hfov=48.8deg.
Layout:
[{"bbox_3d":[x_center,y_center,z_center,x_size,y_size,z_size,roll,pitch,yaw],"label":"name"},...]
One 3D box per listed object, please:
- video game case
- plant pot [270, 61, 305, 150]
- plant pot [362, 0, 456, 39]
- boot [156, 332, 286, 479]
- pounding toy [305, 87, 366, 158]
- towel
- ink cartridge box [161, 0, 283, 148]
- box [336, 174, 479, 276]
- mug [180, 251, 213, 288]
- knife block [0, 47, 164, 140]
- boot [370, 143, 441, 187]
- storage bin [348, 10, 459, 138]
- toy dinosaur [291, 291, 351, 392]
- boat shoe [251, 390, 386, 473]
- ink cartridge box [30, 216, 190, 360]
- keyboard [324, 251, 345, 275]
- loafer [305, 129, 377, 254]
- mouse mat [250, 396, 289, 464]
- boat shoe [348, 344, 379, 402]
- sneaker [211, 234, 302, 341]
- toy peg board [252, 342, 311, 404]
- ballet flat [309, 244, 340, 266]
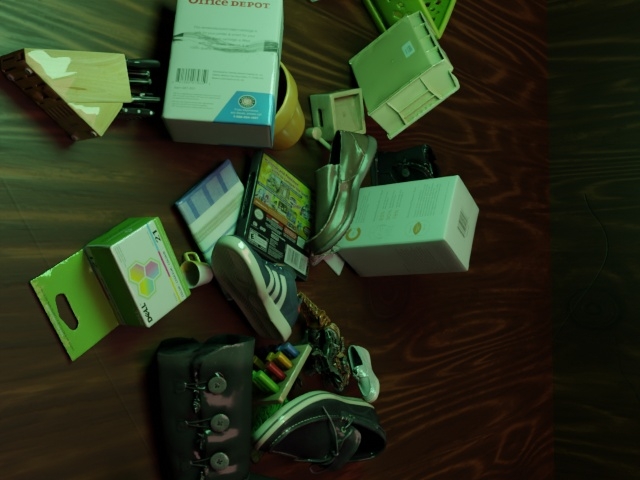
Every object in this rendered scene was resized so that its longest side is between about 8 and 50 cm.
[{"bbox_3d":[-0.100,-0.057,1.776,0.275,0.035,0.248,36,57,-50],"label":"video game case"},{"bbox_3d":[-0.130,-0.308,1.679,0.188,0.205,0.205,36,60,-63],"label":"plant pot"},{"bbox_3d":[0.267,-0.755,2.172,0.228,0.207,0.227,50,52,-39],"label":"plant pot"},{"bbox_3d":[-0.165,0.423,1.549,0.367,0.146,0.445,-4,91,-22],"label":"boot"},{"bbox_3d":[0.021,-0.314,1.947,0.206,0.094,0.181,-21,111,-41],"label":"pounding toy"},{"bbox_3d":[-0.218,-0.025,1.671,0.209,0.034,0.285,-51,127,-40],"label":"towel"},{"bbox_3d":[-0.201,-0.368,1.511,0.129,0.223,0.307,92,1,-74],"label":"ink cartridge box"},{"bbox_3d":[0.245,-0.033,2.001,0.168,0.345,0.215,47,50,-42],"label":"box"},{"bbox_3d":[-0.273,0.067,1.580,0.064,0.062,0.078,-2,97,-60],"label":"mug"},{"bbox_3d":[-0.433,-0.325,1.360,0.276,0.088,0.242,49,52,-39],"label":"knife block"},{"bbox_3d":[0.263,-0.165,2.151,0.094,0.207,0.246,-22,107,-50],"label":"boot"},{"bbox_3d":[0.236,-0.478,2.008,0.123,0.260,0.262,34,31,-41],"label":"storage bin"},{"bbox_3d":[-0.009,0.284,1.879,0.322,0.164,0.218,50,35,-16],"label":"toy dinosaur"},{"bbox_3d":[0.018,0.500,1.816,0.187,0.156,0.500,-48,147,15],"label":"boat shoe"},{"bbox_3d":[-0.401,0.094,1.383,0.255,0.097,0.189,-42,121,-45],"label":"ink cartridge box"},{"bbox_3d":[0.000,0.000,1.971,0.256,0.014,0.072,48,58,-40],"label":"keyboard"},{"bbox_3d":[0.028,-0.134,1.848,0.130,0.134,0.366,27,66,-17],"label":"loafer"},{"bbox_3d":[-0.142,0.446,1.779,0.190,0.007,0.153,-49,126,-42],"label":"mouse mat"},{"bbox_3d":[0.119,0.377,2.021,0.063,0.066,0.184,30,36,-34],"label":"boat shoe"},{"bbox_3d":[-0.136,0.082,1.646,0.148,0.131,0.350,-58,146,-31],"label":"sneaker"},{"bbox_3d":[-0.128,0.303,1.689,0.079,0.161,0.161,47,53,-22],"label":"toy peg board"},{"bbox_3d":[0.009,0.030,1.943,0.114,0.041,0.041,-32,115,-32],"label":"ballet flat"}]
